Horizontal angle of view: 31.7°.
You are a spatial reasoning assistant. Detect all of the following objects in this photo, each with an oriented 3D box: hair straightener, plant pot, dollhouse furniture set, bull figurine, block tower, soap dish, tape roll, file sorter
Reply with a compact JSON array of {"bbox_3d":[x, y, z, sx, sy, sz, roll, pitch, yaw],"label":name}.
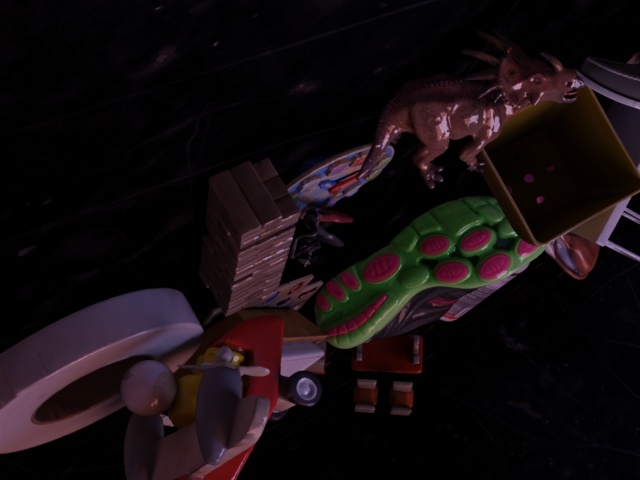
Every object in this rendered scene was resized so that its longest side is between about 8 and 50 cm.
[{"bbox_3d":[0.000,0.000,1.628,0.230,0.047,0.089,-10,120,-81],"label":"hair straightener"},{"bbox_3d":[0.377,-0.119,1.906,0.212,0.212,0.187,-29,178,-8],"label":"plant pot"},{"bbox_3d":[0.089,0.237,2.405,0.259,0.262,0.135,4,165,2],"label":"dollhouse furniture set"},{"bbox_3d":[0.504,-0.077,2.232,0.101,0.310,0.188,-20,135,39],"label":"bull figurine"},{"bbox_3d":[-0.104,0.005,1.567,0.091,0.097,0.335,-25,165,-17],"label":"block tower"},{"bbox_3d":[-0.142,0.218,2.070,0.229,0.118,0.291,-36,163,18],"label":"soap dish"},{"bbox_3d":[-0.365,0.204,1.742,0.392,0.072,0.392,-28,164,-9],"label":"tape roll"},{"bbox_3d":[0.578,-0.103,2.007,0.277,0.173,0.193,-62,-164,5],"label":"file sorter"}]

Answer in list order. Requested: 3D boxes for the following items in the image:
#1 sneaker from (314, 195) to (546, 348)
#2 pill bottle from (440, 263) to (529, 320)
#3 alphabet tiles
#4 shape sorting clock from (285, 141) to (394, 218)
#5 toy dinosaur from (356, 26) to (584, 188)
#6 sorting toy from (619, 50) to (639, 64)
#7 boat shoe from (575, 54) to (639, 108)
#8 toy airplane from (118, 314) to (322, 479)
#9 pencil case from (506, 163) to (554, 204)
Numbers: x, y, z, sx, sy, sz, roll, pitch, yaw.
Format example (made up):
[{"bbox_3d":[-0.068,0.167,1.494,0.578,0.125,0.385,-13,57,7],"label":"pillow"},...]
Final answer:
[{"bbox_3d":[0.212,0.056,2.180,0.483,0.185,0.202,-25,167,22],"label":"sneaker"},{"bbox_3d":[0.324,0.028,2.305,0.283,0.161,0.161,-41,162,31],"label":"pill bottle"},{"bbox_3d":[-0.161,0.163,2.107,0.343,0.011,0.285,-18,160,-37],"label":"alphabet tiles"},{"bbox_3d":[0.015,-0.081,1.620,0.206,0.040,0.206,-28,164,-9],"label":"shape sorting clock"},{"bbox_3d":[0.174,-0.180,1.479,0.296,0.127,0.200,-16,155,-7],"label":"toy dinosaur"},{"bbox_3d":[0.530,-0.309,1.919,0.083,0.012,0.062,-24,168,-36],"label":"sorting toy"},{"bbox_3d":[0.558,-0.246,1.788,0.109,0.305,0.091,-73,180,-63],"label":"boat shoe"},{"bbox_3d":[-0.201,0.300,1.714,0.386,0.272,0.384,-49,-167,13],"label":"toy airplane"},{"bbox_3d":[0.426,-0.146,2.088,0.098,0.095,0.209,-30,167,-47],"label":"pencil case"}]
